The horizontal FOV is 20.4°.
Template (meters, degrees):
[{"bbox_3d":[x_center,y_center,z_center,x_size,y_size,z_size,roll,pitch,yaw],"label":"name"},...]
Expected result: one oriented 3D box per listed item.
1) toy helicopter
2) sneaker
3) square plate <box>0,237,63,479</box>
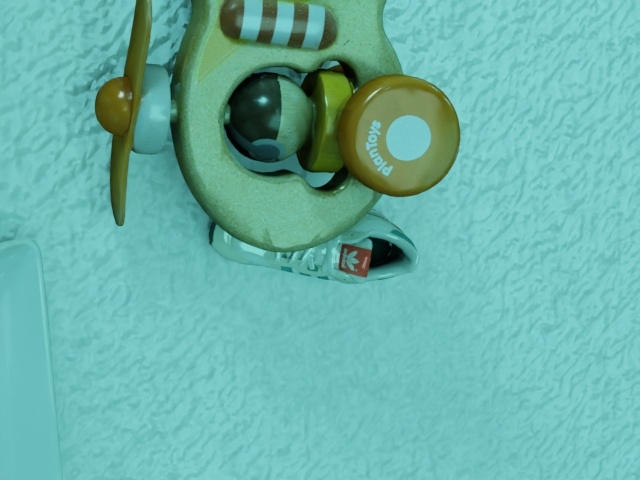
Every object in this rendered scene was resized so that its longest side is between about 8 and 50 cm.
[{"bbox_3d":[-0.071,-0.156,1.215,0.235,0.140,0.355,-24,105,-10],"label":"toy helicopter"},{"bbox_3d":[0.000,0.000,1.310,0.161,0.075,0.057,6,103,-30],"label":"sneaker"},{"bbox_3d":[-0.323,0.196,1.175,0.344,0.049,0.347,-17,111,-38],"label":"square plate"}]
